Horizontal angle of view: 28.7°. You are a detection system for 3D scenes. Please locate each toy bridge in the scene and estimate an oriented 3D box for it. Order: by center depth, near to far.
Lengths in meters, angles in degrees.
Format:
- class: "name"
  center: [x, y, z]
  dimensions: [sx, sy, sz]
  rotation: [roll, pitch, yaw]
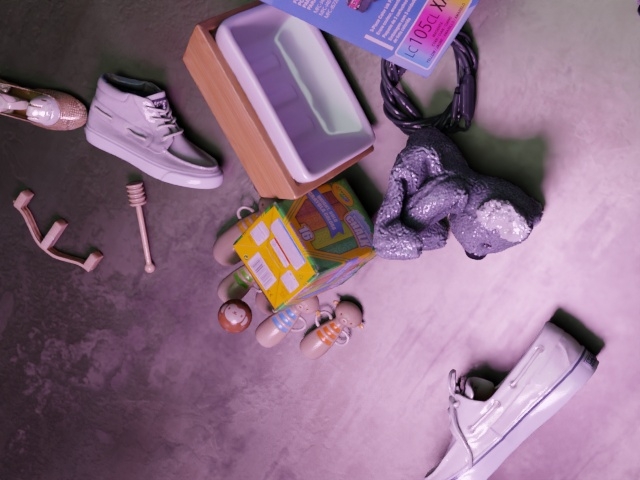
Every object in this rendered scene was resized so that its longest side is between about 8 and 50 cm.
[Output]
- class: "toy bridge"
  center: [-0.470, -0.010, 2.200]
  dimensions: [0.188, 0.026, 0.063]
  rotation: [41, 115, 5]

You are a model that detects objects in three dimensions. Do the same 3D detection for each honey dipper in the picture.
- class: "honey dipper"
  center: [-0.303, -0.021, 2.139]
  dimensions: [0.030, 0.030, 0.161]
  rotation: [-3, 108, 20]

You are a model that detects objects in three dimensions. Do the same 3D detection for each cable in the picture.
- class: "cable"
  center: [0.163, -0.250, 1.906]
  dimensions: [0.150, 0.047, 0.184]
  rotation: [4, 111, 23]

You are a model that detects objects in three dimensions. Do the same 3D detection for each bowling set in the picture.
- class: "bowling set"
  center: [-0.064, 0.082, 1.999]
  dimensions: [0.287, 0.200, 0.154]
  rotation: [46, 113, -2]

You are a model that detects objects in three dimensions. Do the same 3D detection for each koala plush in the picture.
- class: "koala plush"
  center: [0.219, -0.052, 1.865]
  dimensions: [0.221, 0.196, 0.203]
  rotation: [16, 100, 18]

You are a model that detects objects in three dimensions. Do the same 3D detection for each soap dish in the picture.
- class: "soap dish"
  center: [-0.063, -0.217, 1.899]
  dimensions: [0.118, 0.229, 0.291]
  rotation: [-26, 95, 40]

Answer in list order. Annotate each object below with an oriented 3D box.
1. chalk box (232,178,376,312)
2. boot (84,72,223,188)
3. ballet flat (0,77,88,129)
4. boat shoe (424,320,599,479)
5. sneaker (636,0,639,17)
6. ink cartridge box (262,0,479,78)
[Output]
- class: "chalk box"
  center: [0.000, 0.000, 1.935]
  dimensions: [0.132, 0.213, 0.132]
  rotation: [57, 134, 10]
- class: "boot"
  center: [-0.266, -0.182, 2.039]
  dimensions: [0.258, 0.095, 0.123]
  rotation: [23, 118, 13]
- class: "ballet flat"
  center: [-0.498, -0.227, 2.123]
  dimensions: [0.206, 0.067, 0.073]
  rotation: [13, 109, 15]
- class: "boat shoe"
  center: [0.255, 0.263, 1.969]
  dimensions: [0.156, 0.136, 0.367]
  rotation: [44, 111, 3]
- class: "sneaker"
  center: [0.459, -0.340, 1.758]
  dimensions: [0.038, 0.069, 0.098]
  rotation: [-23, 97, 23]
- class: "ink cartridge box"
  center: [-0.011, -0.403, 1.706]
  dimensions: [0.395, 0.270, 0.151]
  rotation: [23, 112, -25]
